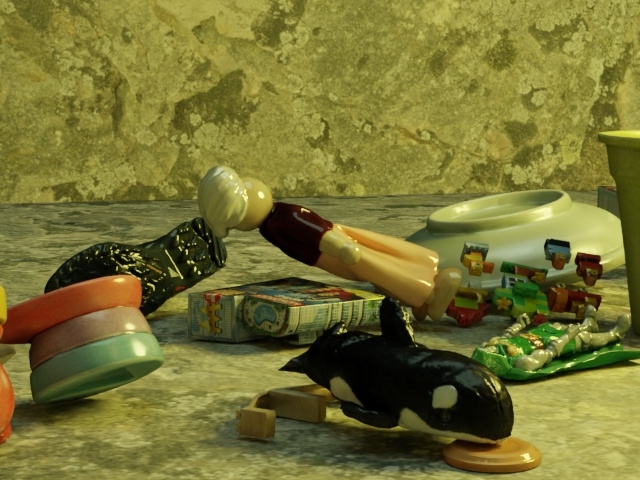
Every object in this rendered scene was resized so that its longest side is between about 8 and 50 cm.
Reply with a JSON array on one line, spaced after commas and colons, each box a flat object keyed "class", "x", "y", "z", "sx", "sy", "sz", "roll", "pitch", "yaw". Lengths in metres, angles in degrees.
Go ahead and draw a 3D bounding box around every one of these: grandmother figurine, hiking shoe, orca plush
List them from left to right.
[{"class": "hiking shoe", "x": -0.260, "y": 0.063, "z": 1.899, "sx": 0.304, "sy": 0.113, "sz": 0.132, "roll": -17, "pitch": -13, "yaw": -48}, {"class": "grandmother figurine", "x": 0.000, "y": 0.000, "z": 1.789, "sx": 0.342, "sy": 0.104, "sz": 0.208, "roll": 25, "pitch": -18, "yaw": -12}, {"class": "orca plush", "x": 0.073, "y": 0.100, "z": 1.283, "sx": 0.151, "sy": 0.102, "sz": 0.287, "roll": 1, "pitch": 8, "yaw": -22}]

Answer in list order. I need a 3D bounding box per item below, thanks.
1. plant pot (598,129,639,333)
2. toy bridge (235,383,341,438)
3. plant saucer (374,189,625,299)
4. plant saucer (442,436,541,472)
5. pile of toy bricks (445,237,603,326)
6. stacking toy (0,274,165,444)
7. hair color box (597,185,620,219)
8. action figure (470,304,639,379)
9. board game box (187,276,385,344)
[{"class": "plant pot", "x": 0.483, "y": -0.007, "z": 1.746, "sx": 0.276, "sy": 0.254, "sz": 0.276, "roll": 0, "pitch": 8, "yaw": 0}, {"class": "toy bridge", "x": -0.024, "y": 0.155, "z": 1.324, "sx": 0.063, "sy": 0.026, "sz": 0.188, "roll": 4, "pitch": 7, "yaw": 32}, {"class": "plant saucer", "x": 0.269, "y": -0.005, "z": 2.074, "sx": 0.400, "sy": 0.100, "sz": 0.400, "roll": -11, "pitch": 9, "yaw": 2}, {"class": "plant saucer", "x": 0.145, "y": 0.179, "z": 1.185, "sx": 0.083, "sy": 0.013, "sz": 0.083, "roll": 0, "pitch": 6, "yaw": 0}, {"class": "pile of toy bricks", "x": 0.268, "y": 0.071, "z": 1.805, "sx": 0.212, "sy": 0.118, "sz": 0.105, "roll": 9, "pitch": 38, "yaw": -5}, {"class": "stacking toy", "x": -0.314, "y": 0.141, "z": 1.316, "sx": 0.279, "sy": 0.130, "sz": 0.309, "roll": -27, "pitch": -13, "yaw": 35}, {"class": "hair color box", "x": 0.629, "y": -0.029, "z": 2.533, "sx": 0.185, "sy": 0.113, "sz": 0.374, "roll": 0, "pitch": 7, "yaw": -1}, {"class": "action figure", "x": 0.247, "y": 0.116, "z": 1.543, "sx": 0.232, "sy": 0.063, "sz": 0.137, "roll": -11, "pitch": 16, "yaw": -42}, {"class": "board game box", "x": -0.055, "y": 0.091, "z": 1.716, "sx": 0.194, "sy": 0.060, "sz": 0.194, "roll": -5, "pitch": 9, "yaw": -35}]
